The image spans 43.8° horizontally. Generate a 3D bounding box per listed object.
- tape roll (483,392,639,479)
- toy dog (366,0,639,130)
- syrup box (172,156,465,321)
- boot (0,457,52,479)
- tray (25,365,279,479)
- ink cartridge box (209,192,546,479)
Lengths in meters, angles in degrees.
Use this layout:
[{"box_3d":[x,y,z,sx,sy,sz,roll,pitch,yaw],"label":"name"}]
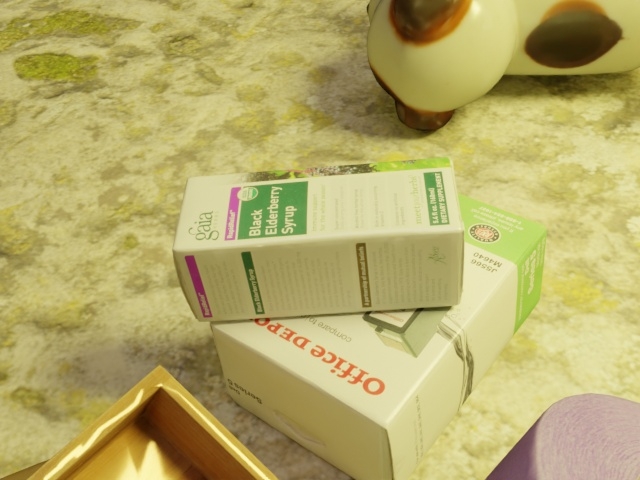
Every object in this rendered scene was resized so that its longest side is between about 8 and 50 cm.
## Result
[{"box_3d":[0.167,0.185,0.290,0.275,0.090,0.274,28,22,-12],"label":"tape roll"},{"box_3d":[0.251,-0.296,1.048,0.408,0.284,0.395,-20,63,-12],"label":"toy dog"},{"box_3d":[0.000,0.000,0.691,0.237,0.096,0.093,-3,44,4],"label":"syrup box"},{"box_3d":[-0.246,0.269,0.617,0.270,0.089,0.236,-14,44,-9],"label":"boot"},{"box_3d":[-0.177,0.282,0.496,0.203,0.076,0.411,43,47,6],"label":"tray"},{"box_3d":[0.062,0.070,0.762,0.198,0.114,0.273,25,52,30],"label":"ink cartridge box"}]
